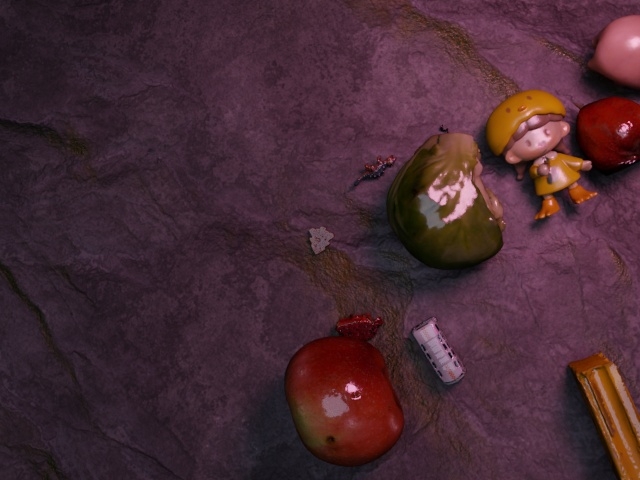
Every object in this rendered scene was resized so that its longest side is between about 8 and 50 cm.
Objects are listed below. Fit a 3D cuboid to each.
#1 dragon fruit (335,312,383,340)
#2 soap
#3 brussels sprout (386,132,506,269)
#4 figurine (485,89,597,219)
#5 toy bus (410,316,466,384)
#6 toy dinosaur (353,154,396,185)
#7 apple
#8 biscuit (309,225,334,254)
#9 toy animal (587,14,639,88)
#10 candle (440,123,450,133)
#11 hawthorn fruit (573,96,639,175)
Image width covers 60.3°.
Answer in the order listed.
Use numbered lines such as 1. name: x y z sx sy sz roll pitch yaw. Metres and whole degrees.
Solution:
1. dragon fruit: 0.117 0.248 1.654 0.131 0.063 0.097 -32 113 13
2. soap: 0.742 0.455 1.391 0.096 0.204 0.324 -22 79 15
3. brussels sprout: 0.336 -0.103 1.508 0.315 0.276 0.371 -9 83 10
4. figurine: 0.593 -0.240 1.507 0.215 0.187 0.343 -23 84 6
5. toy bus: 0.337 0.319 1.564 0.087 0.089 0.194 -32 79 10
6. toy dinosaur: 0.165 -0.214 1.679 0.154 0.049 0.055 -35 81 4
7. apple: 0.065 0.430 1.499 0.277 0.348 0.348 -19 80 6
8. biscuit: 0.000 0.000 1.717 0.082 0.016 0.092 11 89 10
9. toy animal: 0.878 -0.481 1.424 0.326 0.269 0.237 6 95 -25
10. candle: 0.412 -0.279 1.637 0.026 0.021 0.167 -30 76 -17
11. hawthorn fruit: 0.776 -0.294 1.478 0.189 0.189 0.251 -33 59 9
